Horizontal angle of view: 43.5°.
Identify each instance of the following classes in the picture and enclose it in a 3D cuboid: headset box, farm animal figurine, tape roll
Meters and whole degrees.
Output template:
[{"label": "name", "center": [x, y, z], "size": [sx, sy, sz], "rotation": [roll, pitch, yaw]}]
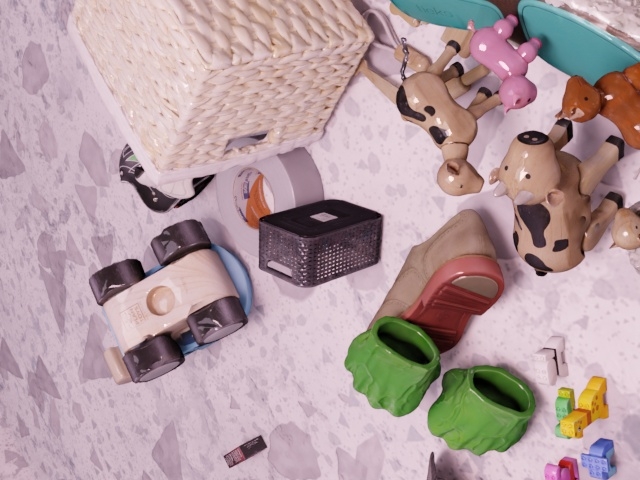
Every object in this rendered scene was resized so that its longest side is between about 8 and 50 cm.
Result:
[{"label": "headset box", "center": [-0.156, 0.443, 1.685], "size": [0.083, 0.062, 0.032], "rotation": [-44, 71, 46]}, {"label": "farm animal figurine", "center": [0.242, -0.082, 0.926], "size": [0.330, 0.172, 0.326], "rotation": [17, 146, 52]}, {"label": "tape roll", "center": [-0.093, -0.081, 1.434], "size": [0.219, 0.072, 0.219], "rotation": [19, 116, 43]}]

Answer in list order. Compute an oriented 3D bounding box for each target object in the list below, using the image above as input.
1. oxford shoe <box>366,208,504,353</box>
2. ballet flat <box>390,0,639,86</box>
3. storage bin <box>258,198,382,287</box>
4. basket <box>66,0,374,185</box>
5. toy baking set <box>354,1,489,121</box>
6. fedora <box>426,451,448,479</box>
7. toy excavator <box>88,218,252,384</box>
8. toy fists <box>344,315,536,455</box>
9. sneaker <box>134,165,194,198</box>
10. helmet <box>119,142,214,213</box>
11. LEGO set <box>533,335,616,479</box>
[{"label": "oxford shoe", "center": [0.163, 0.082, 1.212], "size": [0.348, 0.123, 0.130], "rotation": [131, 147, -50]}, {"label": "ballet flat", "center": [0.254, -0.295, 0.946], "size": [0.409, 0.147, 0.147], "rotation": [31, 124, 31]}, {"label": "storage bin", "center": [0.000, 0.000, 1.279], "size": [0.122, 0.180, 0.084], "rotation": [21, 118, 41]}, {"label": "basket", "center": [-0.155, -0.313, 1.210], "size": [0.331, 0.328, 0.266], "rotation": [57, 142, 17]}, {"label": "toy baking set", "center": [0.136, -0.276, 1.158], "size": [0.256, 0.030, 0.196], "rotation": [-32, 76, 47]}, {"label": "fedora", "center": [0.205, 0.472, 1.217], "size": [0.124, 0.275, 0.243], "rotation": [10, 147, 13]}, {"label": "toy excavator", "center": [-0.318, 0.179, 1.674], "size": [0.433, 0.445, 0.222], "rotation": [-30, 76, 6]}, {"label": "toy fists", "center": [0.168, 0.216, 1.168], "size": [0.279, 0.096, 0.142], "rotation": [26, 132, 2]}, {"label": "sneaker", "center": [-0.217, -0.209, 1.461], "size": [0.292, 0.118, 0.110], "rotation": [-56, 26, 4]}, {"label": "helmet", "center": [-0.307, -0.147, 1.571], "size": [0.161, 0.169, 0.169], "rotation": [49, 136, -1]}, {"label": "LEGO set", "center": [0.334, 0.253, 1.071], "size": [0.087, 0.093, 0.227], "rotation": [0, 103, 47]}]
